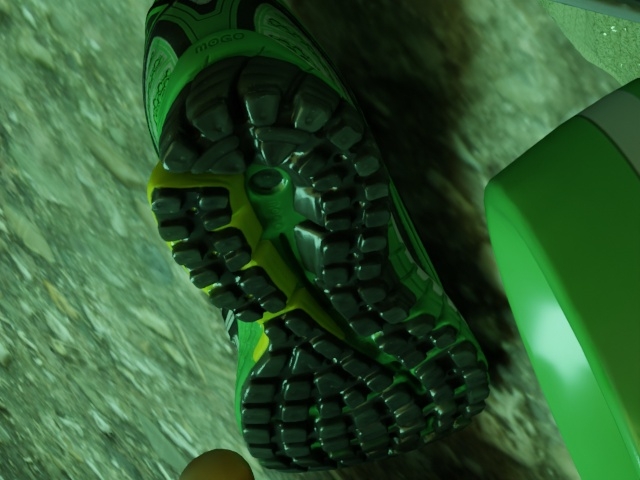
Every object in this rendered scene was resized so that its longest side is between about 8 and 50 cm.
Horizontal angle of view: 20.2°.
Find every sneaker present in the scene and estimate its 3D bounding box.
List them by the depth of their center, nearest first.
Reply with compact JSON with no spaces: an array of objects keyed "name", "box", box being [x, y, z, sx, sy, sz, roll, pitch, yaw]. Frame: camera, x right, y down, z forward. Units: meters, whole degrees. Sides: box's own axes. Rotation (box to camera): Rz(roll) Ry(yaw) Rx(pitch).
[{"name":"sneaker","box":[0.000,0.000,0.924,0.343,0.134,0.146,73,-177,-48]}]

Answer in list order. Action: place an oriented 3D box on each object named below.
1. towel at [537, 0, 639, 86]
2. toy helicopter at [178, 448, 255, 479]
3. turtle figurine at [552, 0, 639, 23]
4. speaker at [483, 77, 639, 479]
[{"name":"towel","box":[0.104,-0.113,0.658,0.110,0.027,0.148,48,164,24]},{"name":"toy helicopter","box":[0.038,0.243,0.969,0.235,0.140,0.355,42,177,-40]},{"name":"turtle figurine","box":[0.200,0.044,0.513,0.266,0.275,0.197,10,95,25]},{"name":"speaker","box":[0.190,-0.019,0.366,0.131,0.297,0.131,157,90,-89]}]
